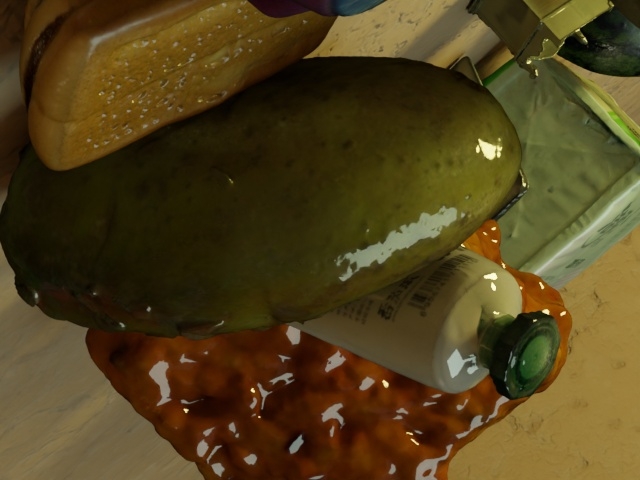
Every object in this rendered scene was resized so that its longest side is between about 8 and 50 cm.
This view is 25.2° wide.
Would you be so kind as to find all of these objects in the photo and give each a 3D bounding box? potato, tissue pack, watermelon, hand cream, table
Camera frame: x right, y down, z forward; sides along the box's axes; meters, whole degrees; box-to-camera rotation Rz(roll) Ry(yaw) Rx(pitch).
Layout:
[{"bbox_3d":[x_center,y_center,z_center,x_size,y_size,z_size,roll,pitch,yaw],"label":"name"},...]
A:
[{"bbox_3d":[-0.035,-0.024,0.805,0.298,0.176,0.141,-5,130,7],"label":"potato"},{"bbox_3d":[0.205,-0.036,1.582,0.332,0.205,0.405,-43,168,14],"label":"tissue pack"},{"bbox_3d":[0.291,-0.244,1.302,0.193,0.137,0.145,8,154,-12],"label":"watermelon"},{"bbox_3d":[0.002,0.012,0.897,0.121,0.336,0.076,-40,134,-27],"label":"hand cream"},{"bbox_3d":[0.185,-0.194,1.199,0.079,0.083,0.062,-34,167,-28],"label":"table"}]

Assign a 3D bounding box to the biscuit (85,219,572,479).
[{"bbox_3d":[0.002,0.065,1.094,0.318,0.312,0.110,-36,-162,8],"label":"biscuit"}]

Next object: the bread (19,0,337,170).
[{"bbox_3d":[-0.066,-0.117,0.708,0.200,0.077,0.116,-30,167,-32],"label":"bread"}]

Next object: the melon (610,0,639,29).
[{"bbox_3d":[0.280,-0.254,0.806,0.268,0.268,0.330,-30,161,-40],"label":"melon"}]

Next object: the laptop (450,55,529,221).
[{"bbox_3d":[0.075,-0.026,1.335,0.015,0.188,0.269,22,125,-35],"label":"laptop"}]

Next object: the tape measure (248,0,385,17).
[{"bbox_3d":[0.036,-0.199,0.569,0.231,0.149,0.245,-38,177,-21],"label":"tape measure"}]
